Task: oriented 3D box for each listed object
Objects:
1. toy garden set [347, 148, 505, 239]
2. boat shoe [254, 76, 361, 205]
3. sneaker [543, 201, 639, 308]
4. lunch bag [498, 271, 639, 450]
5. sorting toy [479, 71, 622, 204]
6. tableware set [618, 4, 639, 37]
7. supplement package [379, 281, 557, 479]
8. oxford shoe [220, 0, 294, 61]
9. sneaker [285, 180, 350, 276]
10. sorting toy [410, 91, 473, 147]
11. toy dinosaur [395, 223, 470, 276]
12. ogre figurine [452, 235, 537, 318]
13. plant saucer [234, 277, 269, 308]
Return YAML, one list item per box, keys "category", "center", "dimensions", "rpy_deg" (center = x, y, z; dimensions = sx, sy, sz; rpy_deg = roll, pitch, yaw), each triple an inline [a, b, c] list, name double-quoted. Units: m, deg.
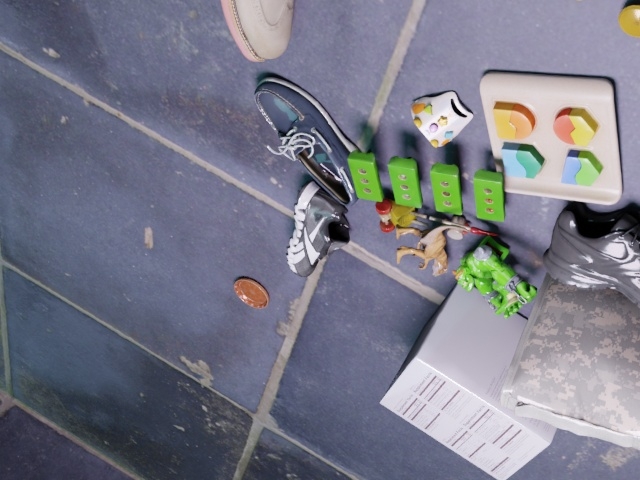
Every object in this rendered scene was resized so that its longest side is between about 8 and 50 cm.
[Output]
- category: "toy garden set"
  center: [0.181, -0.072, 1.591]
  dimensions: [0.244, 0.049, 0.203]
  rpy_deg: [11, 151, 19]
- category: "boat shoe"
  center: [-0.021, -0.161, 1.636]
  dimensions: [0.254, 0.079, 0.095]
  rpy_deg: [47, 142, -15]
- category: "sneaker"
  center: [0.472, 0.025, 1.443]
  dimensions: [0.286, 0.109, 0.130]
  rpy_deg: [15, 128, 20]
- category: "lunch bag"
  center: [0.424, 0.187, 1.496]
  dimensions: [0.235, 0.287, 0.168]
  rpy_deg: [16, 138, 23]
- category: "sorting toy"
  center: [0.331, -0.142, 1.417]
  dimensions: [0.193, 0.038, 0.208]
  rpy_deg: [10, 136, 30]
- category: "tableware set"
  center: [0.388, -0.301, 1.217]
  dimensions: [0.154, 0.024, 0.104]
  rpy_deg: [20, 144, 18]
- category: "supplement package"
  center: [0.286, 0.249, 1.742]
  dimensions: [0.263, 0.199, 0.198]
  rpy_deg: [32, 144, 4]
- category: "oxford shoe"
  center: [-0.050, -0.401, 1.356]
  dimensions: [0.147, 0.140, 0.397]
  rpy_deg: [17, 142, 12]
- category: "sneaker"
  center: [0.000, 0.000, 1.795]
  dimensions: [0.106, 0.078, 0.234]
  rpy_deg: [27, 140, 16]
- category: "sorting toy"
  center: [0.188, -0.187, 1.487]
  dimensions: [0.075, 0.045, 0.083]
  rpy_deg: [-34, 107, 31]
- category: "toy dinosaur"
  center: [0.181, -0.002, 1.616]
  dimensions: [0.112, 0.064, 0.211]
  rpy_deg: [-1, 159, 4]
- category: "ogre figurine"
  center: [0.286, 0.061, 1.620]
  dimensions: [0.097, 0.197, 0.118]
  rpy_deg: [-43, 87, 12]
- category: "plant saucer"
  center: [-0.144, 0.110, 2.081]
  dimensions: [0.084, 0.013, 0.083]
  rpy_deg: [22, 141, 19]
